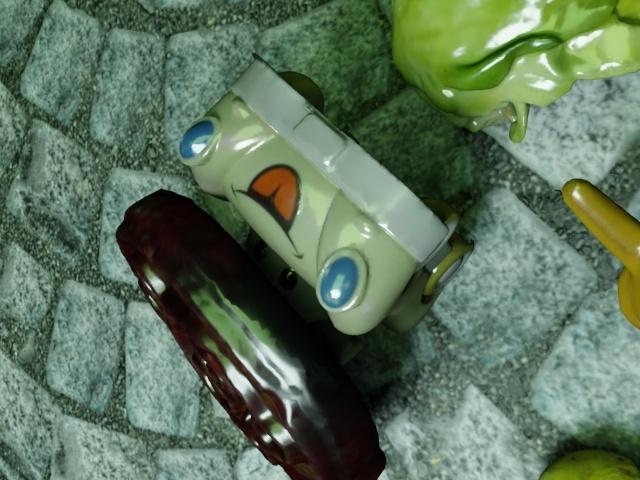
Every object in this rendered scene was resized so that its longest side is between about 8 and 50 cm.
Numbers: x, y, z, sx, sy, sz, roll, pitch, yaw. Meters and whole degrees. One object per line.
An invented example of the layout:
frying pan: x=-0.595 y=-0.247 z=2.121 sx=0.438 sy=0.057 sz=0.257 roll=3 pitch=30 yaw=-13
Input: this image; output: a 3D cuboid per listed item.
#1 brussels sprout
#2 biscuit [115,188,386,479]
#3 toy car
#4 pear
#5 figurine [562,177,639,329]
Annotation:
brussels sprout: x=0.228 y=-0.286 z=0.572 sx=0.371 sy=0.276 sz=0.315 roll=-39 pitch=86 yaw=28
biscuit: x=-0.095 y=0.128 z=0.675 sx=0.091 sy=0.407 sz=0.407 roll=-38 pitch=69 yaw=-19
toy car: x=0.000 y=0.000 z=0.626 sx=0.226 sy=0.336 sz=0.242 roll=-47 pitch=70 yaw=6
pear: x=0.288 y=0.276 z=0.628 sx=0.131 sy=0.107 sz=0.107 roll=-37 pitch=74 yaw=10
figurine: x=0.426 y=-0.040 z=0.468 sx=0.387 sy=0.268 sz=0.401 roll=-32 pitch=87 yaw=9
